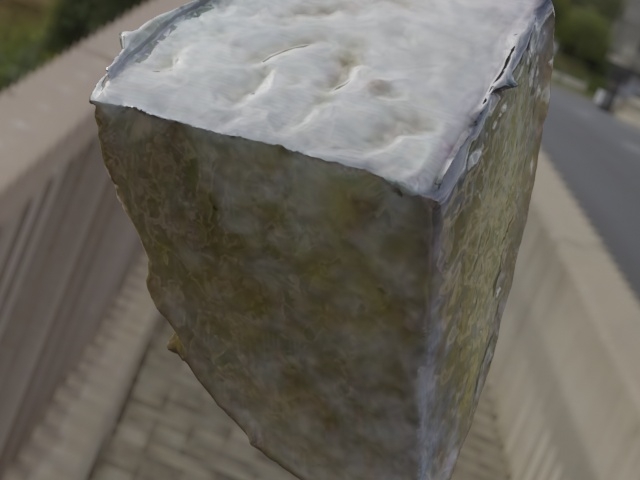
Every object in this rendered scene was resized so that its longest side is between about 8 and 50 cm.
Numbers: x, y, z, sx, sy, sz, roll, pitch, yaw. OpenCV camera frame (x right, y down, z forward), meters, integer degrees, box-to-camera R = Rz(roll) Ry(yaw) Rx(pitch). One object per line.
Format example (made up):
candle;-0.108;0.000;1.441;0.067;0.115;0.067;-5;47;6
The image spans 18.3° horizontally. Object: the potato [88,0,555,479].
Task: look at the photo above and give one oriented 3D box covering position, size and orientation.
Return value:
potato;0.009;-0.012;1.137;0.211;0.264;0.189;11;38;18
